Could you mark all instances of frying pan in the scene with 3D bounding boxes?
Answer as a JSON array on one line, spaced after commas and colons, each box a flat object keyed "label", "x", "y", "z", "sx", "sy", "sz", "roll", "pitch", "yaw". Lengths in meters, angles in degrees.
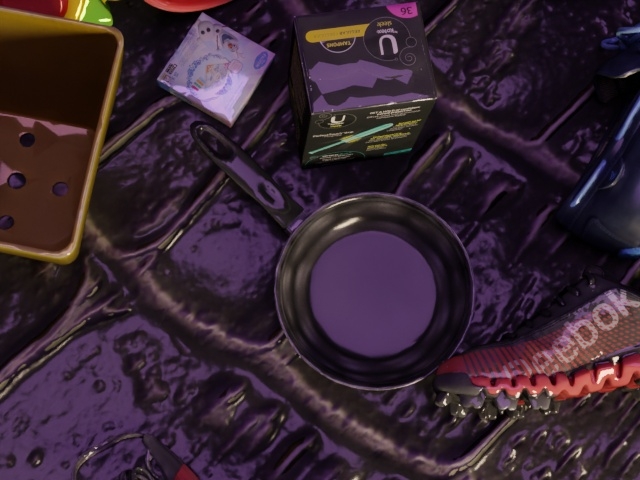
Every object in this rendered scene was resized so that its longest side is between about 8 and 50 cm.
[{"label": "frying pan", "x": -0.008, "y": 0.028, "z": 1.109, "sx": 0.326, "sy": 0.053, "sz": 0.197, "roll": 20, "pitch": 76, "yaw": 3}]

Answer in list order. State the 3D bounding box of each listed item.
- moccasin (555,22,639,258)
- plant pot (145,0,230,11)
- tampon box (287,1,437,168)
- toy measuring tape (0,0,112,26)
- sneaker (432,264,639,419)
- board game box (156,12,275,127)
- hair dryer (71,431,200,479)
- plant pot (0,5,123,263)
[{"label": "moccasin", "x": 0.331, "y": -0.155, "z": 1.137, "sx": 0.117, "sy": 0.138, "sz": 0.342, "roll": 19, "pitch": 76, "yaw": 9}, {"label": "plant pot", "x": -0.137, "y": -0.408, "z": 1.114, "sx": 0.275, "sy": 0.275, "sz": 0.243, "roll": -34, "pitch": 72, "yaw": -11}, {"label": "tampon box", "x": 0.035, "y": -0.149, "z": 1.099, "sx": 0.120, "sy": 0.161, "sz": 0.101, "roll": -8, "pitch": 77, "yaw": -7}, {"label": "toy measuring tape", "x": -0.350, "y": -0.243, "z": 1.114, "sx": 0.330, "sy": 0.121, "sz": 0.121, "roll": -14, "pitch": 77, "yaw": -7}, {"label": "sneaker", "x": 0.235, "y": 0.097, "z": 1.086, "sx": 0.276, "sy": 0.097, "sz": 0.135, "roll": -8, "pitch": 77, "yaw": -8}, {"label": "board game box", "x": -0.108, "y": -0.177, "z": 1.168, "sx": 0.090, "sy": 0.020, "sz": 0.090, "roll": 30, "pitch": 75, "yaw": 4}, {"label": "hair dryer", "x": -0.081, "y": 0.281, "z": 1.025, "sx": 0.293, "sy": 0.080, "sz": 0.223, "roll": -2, "pitch": 75, "yaw": -5}, {"label": "plant pot", "x": -0.300, "y": -0.082, "z": 1.044, "sx": 0.212, "sy": 0.187, "sz": 0.212, "roll": 11, "pitch": 75, "yaw": -2}]
